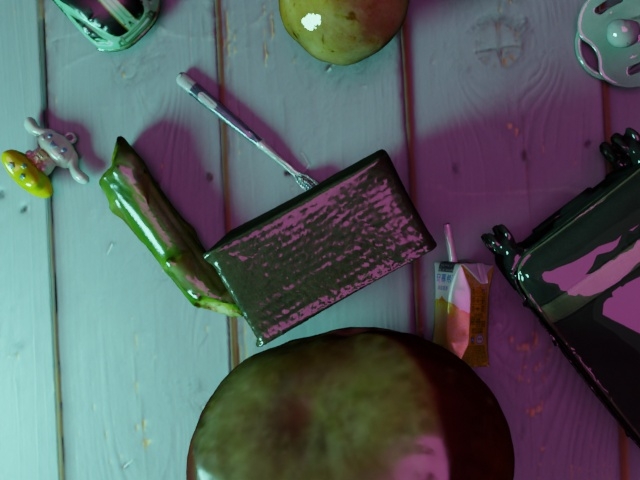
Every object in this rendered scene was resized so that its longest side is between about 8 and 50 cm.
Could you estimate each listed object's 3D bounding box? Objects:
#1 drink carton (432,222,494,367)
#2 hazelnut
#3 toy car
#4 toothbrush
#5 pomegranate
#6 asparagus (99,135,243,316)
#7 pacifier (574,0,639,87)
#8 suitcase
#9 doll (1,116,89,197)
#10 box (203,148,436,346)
[{"bbox_3d":[0.200,0.076,1.009,0.074,0.084,0.200,3,90,-25],"label":"drink carton"},{"bbox_3d":[0.038,0.283,0.915,0.409,0.359,0.359,-9,89,5],"label":"hazelnut"},{"bbox_3d":[-0.375,-0.424,1.058,0.136,0.125,0.306,-42,84,4],"label":"toy car"},{"bbox_3d":[-0.109,-0.161,1.075,0.288,0.026,0.024,40,86,6],"label":"toothbrush"},{"bbox_3d":[0.036,-0.339,0.978,0.191,0.191,0.191,0,90,7],"label":"pomegranate"},{"bbox_3d":[-0.225,-0.003,1.064,0.085,0.082,0.343,-33,86,-31],"label":"asparagus"},{"bbox_3d":[0.408,-0.280,0.974,0.126,0.116,0.150,-21,91,32],"label":"pacifier"},{"bbox_3d":[0.445,0.091,0.928,0.283,0.194,0.434,-38,87,5],"label":"suitcase"},{"bbox_3d":[-0.417,-0.120,1.098,0.135,0.071,0.113,22,74,0],"label":"doll"},{"bbox_3d":[0.001,0.002,0.972,0.273,0.184,0.143,-29,97,7],"label":"box"}]
